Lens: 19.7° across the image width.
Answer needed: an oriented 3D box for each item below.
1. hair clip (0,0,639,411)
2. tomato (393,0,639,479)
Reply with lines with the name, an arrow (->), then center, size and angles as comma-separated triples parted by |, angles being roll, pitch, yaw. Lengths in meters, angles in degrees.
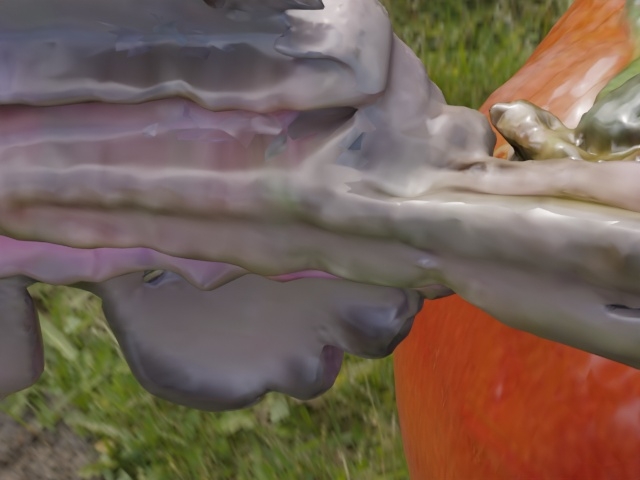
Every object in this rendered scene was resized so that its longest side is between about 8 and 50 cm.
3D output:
hair clip -> 0.004, -0.005, 0.360 | 0.300, 0.173, 0.069 | 9, 52, 19
tomato -> 0.183, 0.045, 0.571 | 0.321, 0.321, 0.322 | -2, 72, 5
